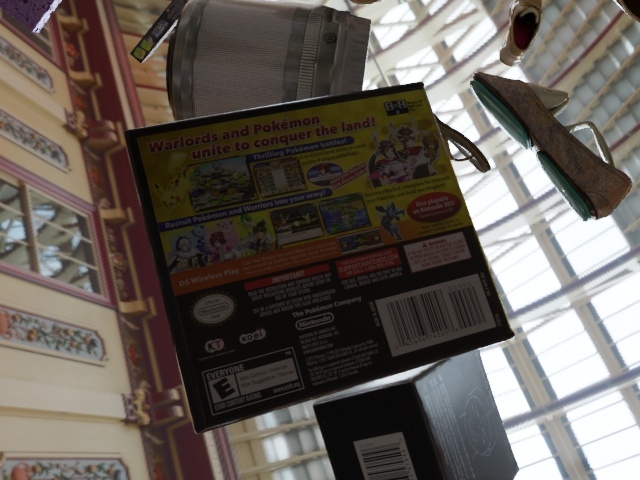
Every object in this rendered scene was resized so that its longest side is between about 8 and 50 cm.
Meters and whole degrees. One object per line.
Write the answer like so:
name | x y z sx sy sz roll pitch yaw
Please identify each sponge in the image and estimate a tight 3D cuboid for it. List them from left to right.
sponge | -0.545 -0.525 1.254 0.117 0.031 0.210 39 -82 -6

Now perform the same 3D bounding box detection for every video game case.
video game case | 0.000 0.000 0.544 0.275 0.035 0.248 -13 -103 -16

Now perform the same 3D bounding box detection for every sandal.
sandal | 0.188 -0.158 1.005 0.180 0.072 0.049 36 -82 -9

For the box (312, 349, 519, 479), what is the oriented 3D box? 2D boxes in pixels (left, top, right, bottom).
box | 0.202 0.388 1.249 0.212 0.395 0.293 -22 -99 28

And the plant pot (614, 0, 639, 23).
plant pot | 0.475 -0.470 0.943 0.237 0.237 0.254 -29 -142 9

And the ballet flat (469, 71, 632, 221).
ballet flat | 0.368 -0.171 1.019 0.106 0.107 0.316 -36 -108 5

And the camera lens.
camera lens | -0.073 -0.240 0.948 0.274 0.219 0.219 7 -106 2

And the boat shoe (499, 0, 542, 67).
boat shoe | 0.372 -0.397 1.160 0.063 0.059 0.170 17 -102 -5

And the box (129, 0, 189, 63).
box | -0.374 -0.526 1.558 0.207 0.036 0.114 -44 -160 16

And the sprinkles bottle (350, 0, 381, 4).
sprinkles bottle | 0.038 -0.525 0.997 0.121 0.355 0.121 -6 -111 17
